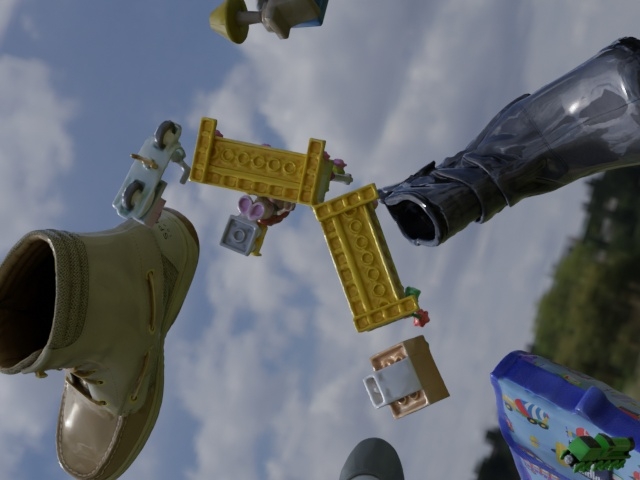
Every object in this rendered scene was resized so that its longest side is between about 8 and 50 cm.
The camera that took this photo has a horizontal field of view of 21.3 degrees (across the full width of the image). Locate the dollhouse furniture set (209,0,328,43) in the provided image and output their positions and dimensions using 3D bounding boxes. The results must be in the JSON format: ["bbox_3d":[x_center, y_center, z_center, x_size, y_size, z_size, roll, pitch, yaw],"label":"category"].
[{"bbox_3d":[-0.116,-0.359,1.470,0.286,0.198,0.303,46,-130,-55],"label":"dollhouse furniture set"}]

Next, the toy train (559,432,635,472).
[{"bbox_3d":[0.175,0.132,1.065,0.024,0.017,0.083,-54,-29,17],"label":"toy train"}]

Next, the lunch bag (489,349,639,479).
[{"bbox_3d":[0.294,0.200,1.648,0.138,0.221,0.293,-54,-30,-11],"label":"lunch bag"}]

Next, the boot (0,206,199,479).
[{"bbox_3d":[-0.210,0.102,1.432,0.203,0.095,0.262,-12,-54,-61],"label":"boot"}]

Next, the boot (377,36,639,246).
[{"bbox_3d":[0.187,-0.069,1.566,0.222,0.118,0.338,-30,-1,-15],"label":"boot"}]

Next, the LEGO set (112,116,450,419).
[{"bbox_3d":[0.000,0.000,1.213,0.132,0.287,0.107,-57,-14,8],"label":"LEGO set"}]

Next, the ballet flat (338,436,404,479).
[{"bbox_3d":[0.040,0.301,1.690,0.068,0.072,0.213,82,-158,-80],"label":"ballet flat"}]
